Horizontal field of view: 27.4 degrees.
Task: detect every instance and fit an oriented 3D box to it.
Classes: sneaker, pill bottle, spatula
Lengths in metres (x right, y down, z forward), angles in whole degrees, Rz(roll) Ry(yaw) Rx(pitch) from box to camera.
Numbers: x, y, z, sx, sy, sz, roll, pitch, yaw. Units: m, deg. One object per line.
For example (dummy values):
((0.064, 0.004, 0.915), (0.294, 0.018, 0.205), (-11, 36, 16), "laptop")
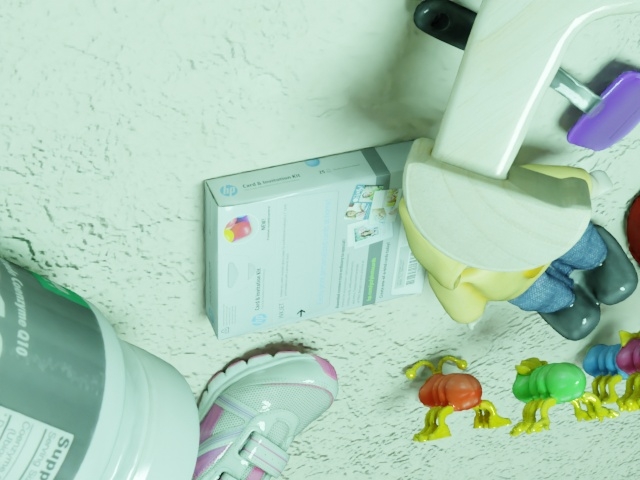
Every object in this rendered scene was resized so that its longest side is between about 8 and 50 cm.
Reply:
((-0.077, 0.200, 1.151), (0.252, 0.111, 0.103), (-42, 136, 13), "sneaker")
((-0.264, 0.100, 0.888), (0.204, 0.204, 0.361), (-43, 136, 14), "pill bottle")
((0.175, -0.132, 1.031), (0.296, 0.030, 0.084), (19, 122, -39), "spatula")

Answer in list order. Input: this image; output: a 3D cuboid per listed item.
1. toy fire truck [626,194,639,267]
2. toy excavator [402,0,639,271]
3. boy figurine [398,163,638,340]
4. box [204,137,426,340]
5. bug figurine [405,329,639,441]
((0.372, -0.045, 1.149), (0.217, 0.158, 0.246), (-35, 126, 7), "toy fire truck")
((0.252, -0.215, 0.843), (0.445, 0.222, 0.433), (-7, 107, 12), "toy excavator")
((0.165, 0.004, 1.080), (0.177, 0.092, 0.285), (-45, 149, 16), "boy figurine")
((0.000, 0.000, 1.057), (0.186, 0.038, 0.145), (-13, 134, -18), "box")
((0.228, 0.127, 1.214), (0.279, 0.072, 0.216), (-7, 176, -25), "bug figurine")
